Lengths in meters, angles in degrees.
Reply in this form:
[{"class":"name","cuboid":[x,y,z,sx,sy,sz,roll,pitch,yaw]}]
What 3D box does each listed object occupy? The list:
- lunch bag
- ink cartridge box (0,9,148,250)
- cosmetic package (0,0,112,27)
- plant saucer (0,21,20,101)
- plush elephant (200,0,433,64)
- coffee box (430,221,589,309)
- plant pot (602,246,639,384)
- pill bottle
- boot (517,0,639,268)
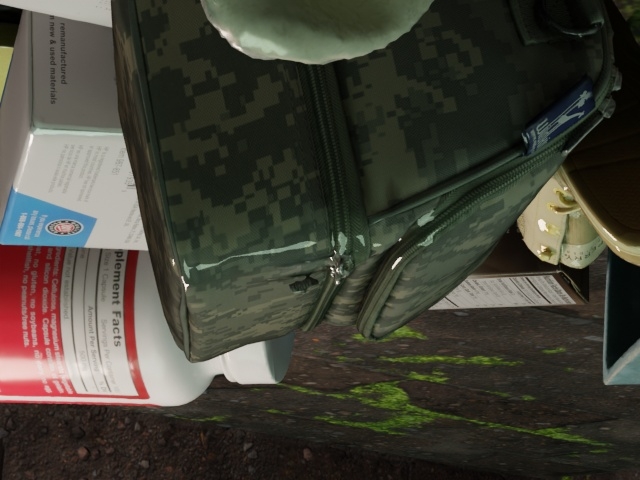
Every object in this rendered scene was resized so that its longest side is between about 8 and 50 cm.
[{"class":"lunch bag","cuboid":[0.019,-0.060,0.893,0.256,0.212,0.305,-12,166,-8]},{"class":"ink cartridge box","cuboid":[-0.089,-0.085,1.186,0.307,0.129,0.223,3,157,-18]},{"class":"cosmetic package","cuboid":[-0.027,-0.206,0.900,0.377,0.097,0.284,10,165,-22]},{"class":"plant saucer","cuboid":[-0.265,-0.135,1.299,0.241,0.037,0.241,2,163,1]},{"class":"plush elephant","cuboid":[0.042,-0.209,0.557,0.255,0.272,0.330,-17,178,8]},{"class":"coffee box","cuboid":[0.089,-0.028,1.365,0.297,0.168,0.119,-4,162,21]},{"class":"plant pot","cuboid":[0.373,-0.017,1.186,0.252,0.248,0.247,5,164,1]},{"class":"pill bottle","cuboid":[-0.242,0.067,1.651,0.407,0.229,0.229,0,164,10]},{"class":"boot","cuboid":[0.192,-0.040,1.052,0.095,0.262,0.203,-16,138,-5]}]
